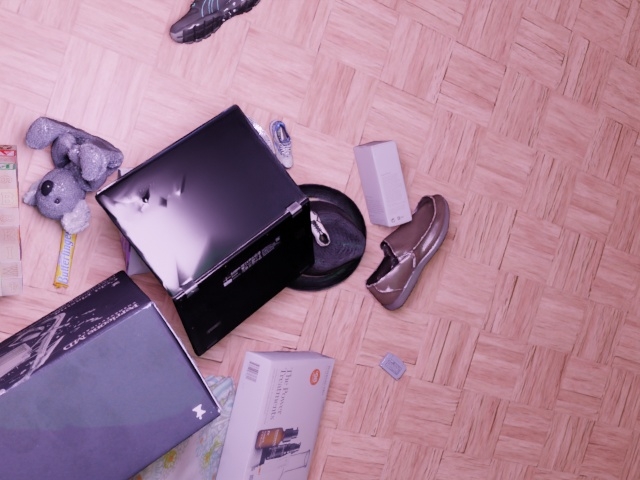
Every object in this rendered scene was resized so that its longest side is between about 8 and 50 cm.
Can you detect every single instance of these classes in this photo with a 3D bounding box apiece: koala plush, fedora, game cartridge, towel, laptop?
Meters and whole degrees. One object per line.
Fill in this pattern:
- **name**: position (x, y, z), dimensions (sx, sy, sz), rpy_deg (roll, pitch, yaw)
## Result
- **koala plush**: position (-0.573, -0.140, 1.565), dimensions (0.196, 0.203, 0.221), rpy_deg (29, 97, 7)
- **fedora**: position (0.000, 0.000, 1.837), dimensions (0.334, 0.152, 0.334), rpy_deg (-3, 98, -23)
- **game cartridge**: position (0.218, 0.375, 2.052), dimensions (0.083, 0.017, 0.056), rpy_deg (44, 82, -22)
- **towel**: position (-0.322, 0.535, 1.665), dimensions (0.374, 0.090, 0.320), rpy_deg (-31, 127, -60)
- **laptop**: position (-0.236, -0.015, 1.568), dimensions (0.382, 0.236, 0.408), rpy_deg (-38, 150, -22)

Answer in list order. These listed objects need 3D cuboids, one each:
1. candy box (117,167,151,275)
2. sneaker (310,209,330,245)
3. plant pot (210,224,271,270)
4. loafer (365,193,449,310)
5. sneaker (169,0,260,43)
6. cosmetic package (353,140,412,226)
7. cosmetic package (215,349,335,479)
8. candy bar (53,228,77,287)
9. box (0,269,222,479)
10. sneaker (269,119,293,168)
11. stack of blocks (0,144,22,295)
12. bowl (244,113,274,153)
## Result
- **candy box**: position (-0.429, -0.046, 1.593), dimensions (0.070, 0.165, 0.196), rpy_deg (-6, 60, -23)
- **sneaker**: position (-0.008, -0.033, 1.725), dimensions (0.040, 0.044, 0.109), rpy_deg (-37, 103, -7)
- **plant pot**: position (-0.281, -0.090, 1.654), dimensions (0.291, 0.203, 0.290), rpy_deg (-10, 106, -35)
- **loafer**: position (0.246, 0.020, 1.955), dimensions (0.130, 0.134, 0.366), rpy_deg (29, 84, -24)
- **sneaker**: position (-0.271, -0.583, 1.695), dimensions (0.267, 0.101, 0.106), rpy_deg (-37, 89, -17)
- **cosmetic package**: position (0.174, -0.161, 1.914), dimensions (0.085, 0.117, 0.231), rpy_deg (-18, 104, -21)
- **cosmetic package**: position (-0.115, 0.485, 1.813), dimensions (0.284, 0.097, 0.377), rpy_deg (11, 92, -55)
- **candy bar**: position (-0.613, 0.036, 1.648), dimensions (0.040, 0.018, 0.161), rpy_deg (10, 92, -24)
- **box**: position (-0.531, 0.331, 1.471), dimensions (0.480, 0.472, 0.297), rpy_deg (-33, 108, -17)
- **sneaker**: position (-0.101, -0.254, 1.813), dimensions (0.052, 0.058, 0.135), rpy_deg (-22, 105, -20)
- **stack of blocks**: position (-0.711, -0.046, 1.509), dimensions (0.087, 0.171, 0.297), rpy_deg (-2, 115, -23)
- **bowl**: position (-0.207, -0.241, 1.743), dimensions (0.170, 0.170, 0.080), rpy_deg (31, 128, -29)
